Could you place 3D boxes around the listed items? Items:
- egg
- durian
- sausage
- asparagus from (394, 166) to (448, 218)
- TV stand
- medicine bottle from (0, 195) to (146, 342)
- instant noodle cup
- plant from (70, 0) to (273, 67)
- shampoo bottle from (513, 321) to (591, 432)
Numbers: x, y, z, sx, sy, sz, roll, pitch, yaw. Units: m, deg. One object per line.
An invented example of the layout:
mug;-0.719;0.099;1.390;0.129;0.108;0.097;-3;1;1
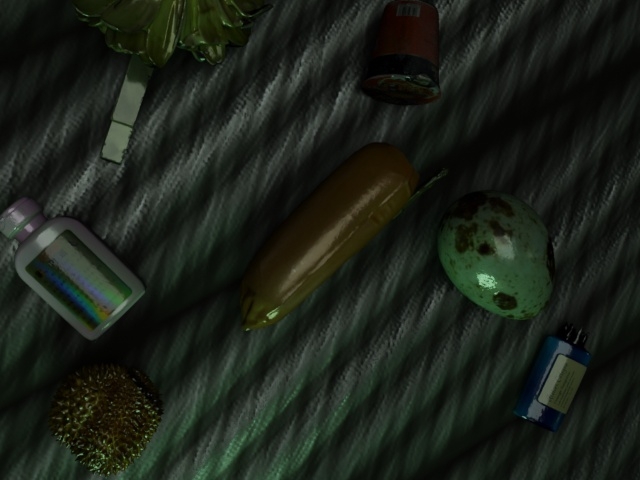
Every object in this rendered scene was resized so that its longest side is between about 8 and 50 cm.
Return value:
egg;0.282;0.027;1.095;0.169;0.169;0.231;-36;105;-8
durian;-0.311;0.251;1.003;0.158;0.137;0.168;37;94;-31
sausage;-0.003;-0.003;1.053;0.354;0.134;0.116;-45;124;-9
asparagus;0.161;-0.079;1.142;0.127;0.018;0.015;-40;134;-7
TV stand;-0.275;-0.235;1.033;0.036;0.042;0.249;18;89;-16
medicine bottle;-0.366;0.033;1.007;0.115;0.078;0.219;-44;100;-4
instant noodle cup;0.133;-0.294;1.082;0.127;0.127;0.135;9;82;-12
plant;-0.166;-0.384;0.952;0.261;0.297;0.305;34;45;-38
shampoo bottle;0.404;0.230;1.188;0.087;0.050;0.182;26;87;-8
